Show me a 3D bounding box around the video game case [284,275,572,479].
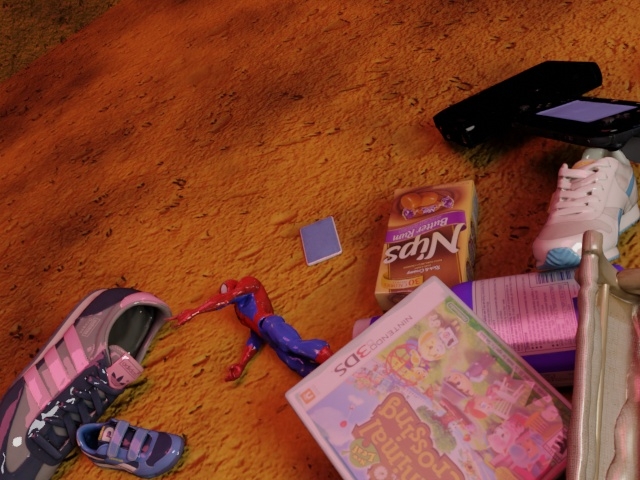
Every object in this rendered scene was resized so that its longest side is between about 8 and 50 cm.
[{"bbox_3d":[0.100,0.158,0.580,0.193,0.023,0.212,-37,55,-8],"label":"video game case"}]

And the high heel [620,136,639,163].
[{"bbox_3d":[0.496,-0.091,0.714,0.186,0.093,0.261,-27,48,-32],"label":"high heel"}]

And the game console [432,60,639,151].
[{"bbox_3d":[0.306,-0.174,0.839,0.213,0.044,0.361,-26,21,-6],"label":"game console"}]

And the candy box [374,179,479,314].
[{"bbox_3d":[0.139,0.007,0.817,0.109,0.053,0.187,-6,46,23],"label":"candy box"}]

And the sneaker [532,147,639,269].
[{"bbox_3d":[0.279,-0.035,0.689,0.087,0.092,0.228,-7,17,37],"label":"sneaker"}]

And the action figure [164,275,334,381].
[{"bbox_3d":[-0.078,0.135,0.771,0.139,0.092,0.280,-31,39,-18],"label":"action figure"}]

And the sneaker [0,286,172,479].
[{"bbox_3d":[-0.306,0.187,0.829,0.131,0.112,0.319,-4,47,29],"label":"sneaker"}]

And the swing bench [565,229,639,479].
[{"bbox_3d":[0.314,0.138,0.458,0.254,0.165,0.253,0,64,33],"label":"swing bench"}]

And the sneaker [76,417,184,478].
[{"bbox_3d":[-0.230,0.245,0.766,0.144,0.059,0.053,-6,42,22],"label":"sneaker"}]

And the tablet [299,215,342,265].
[{"bbox_3d":[0.000,0.000,0.937,0.054,0.006,0.083,-22,41,7],"label":"tablet"}]

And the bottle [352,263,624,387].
[{"bbox_3d":[0.175,0.098,0.670,0.282,0.092,0.118,-11,44,20],"label":"bottle"}]
